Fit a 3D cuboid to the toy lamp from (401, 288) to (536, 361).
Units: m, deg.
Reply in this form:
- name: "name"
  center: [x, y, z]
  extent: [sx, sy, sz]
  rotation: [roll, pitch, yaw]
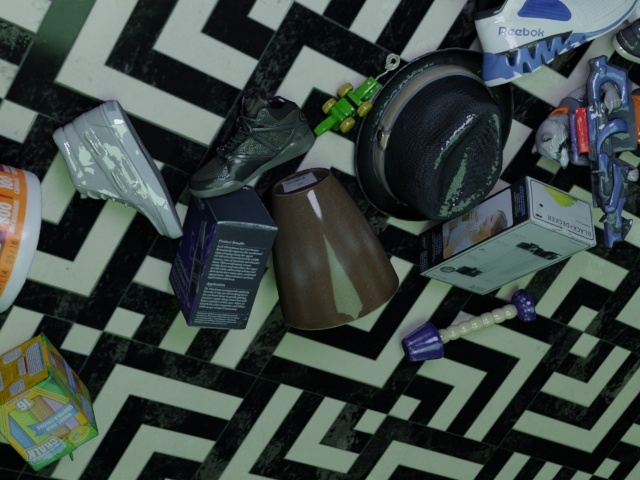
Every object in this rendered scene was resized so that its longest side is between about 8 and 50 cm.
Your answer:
- name: "toy lamp"
  center: [0.296, 0.176, 2.086]
  extent: [0.274, 0.080, 0.080]
  rotation: [-18, 126, -11]

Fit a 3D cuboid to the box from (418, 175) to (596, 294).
- name: "box"
  center: [0.333, -0.002, 1.886]
  extent: [0.169, 0.087, 0.290]
  rotation: [17, 150, -30]

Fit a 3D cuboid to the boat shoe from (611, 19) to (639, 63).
- name: "boat shoe"
  center: [0.616, -0.352, 1.875]
  extent: [0.206, 0.075, 0.065]
  rotation: [4, 144, -34]

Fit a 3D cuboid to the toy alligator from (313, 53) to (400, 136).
- name: "toy alligator"
  center: [0.064, -0.238, 1.748]
  extent: [0.189, 0.056, 0.051]
  rotation: [-43, 171, -3]

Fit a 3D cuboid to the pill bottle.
- name: "pill bottle"
  center: [-0.616, -0.040, 1.468]
  extent: [0.392, 0.224, 0.224]
  rotation: [15, 113, -31]

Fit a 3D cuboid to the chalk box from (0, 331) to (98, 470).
- name: "chalk box"
  center: [-0.473, 0.293, 1.797]
  extent: [0.132, 0.132, 0.213]
  rotation: [-30, 128, -3]

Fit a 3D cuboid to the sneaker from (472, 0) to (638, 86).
- name: "sneaker"
  center: [0.372, -0.401, 1.713]
  extent: [0.315, 0.127, 0.182]
  rotation: [-32, 109, -19]

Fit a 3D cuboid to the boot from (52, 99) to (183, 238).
- name: "boot"
  center: [-0.322, -0.093, 1.655]
  extent: [0.123, 0.095, 0.258]
  rotation: [-25, 119, 1]

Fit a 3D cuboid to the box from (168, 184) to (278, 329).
- name: "box"
  center: [-0.167, 0.024, 1.746]
  extent: [0.108, 0.153, 0.207]
  rotation: [6, 117, -25]

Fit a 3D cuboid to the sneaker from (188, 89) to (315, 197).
- name: "sneaker"
  center: [-0.128, -0.163, 1.688]
  extent: [0.227, 0.087, 0.130]
  rotation: [-29, 125, -8]

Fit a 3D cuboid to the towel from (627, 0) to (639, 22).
- name: "towel"
  center: [0.631, -0.569, 1.778]
  extent: [0.317, 0.053, 0.332]
  rotation: [-25, 128, -7]

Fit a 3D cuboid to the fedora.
- name: "fedora"
  center: [0.224, -0.156, 1.800]
  extent: [0.334, 0.152, 0.334]
  rotation: [-11, 124, -17]

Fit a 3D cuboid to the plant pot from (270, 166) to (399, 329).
- name: "plant pot"
  center: [0.000, 0.000, 1.790]
  extent: [0.215, 0.215, 0.230]
  rotation: [-23, 112, -9]

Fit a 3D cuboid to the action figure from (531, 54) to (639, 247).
- name: "action figure"
  center: [0.544, -0.163, 1.925]
  extent: [0.330, 0.178, 0.341]
  rotation: [0, 96, -18]
